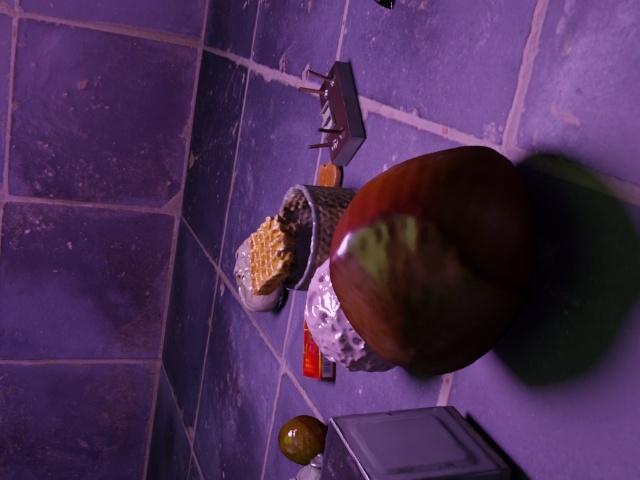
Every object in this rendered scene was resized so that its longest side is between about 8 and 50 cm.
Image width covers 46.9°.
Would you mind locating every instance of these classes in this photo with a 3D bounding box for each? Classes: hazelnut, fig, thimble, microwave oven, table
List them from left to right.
[{"bbox_3d":[-0.012,0.537,1.804,0.236,0.124,0.124,55,139,29],"label":"fig"},{"bbox_3d":[0.000,0.000,1.784,0.271,0.149,0.271,-176,90,-68],"label":"thimble"},{"bbox_3d":[0.020,-0.321,1.839,0.122,0.111,0.240,126,142,-52],"label":"table"},{"bbox_3d":[0.127,0.482,1.255,0.218,0.286,0.355,-133,47,-61],"label":"microwave oven"},{"bbox_3d":[0.181,0.021,1.178,0.365,0.365,0.366,-176,90,-67],"label":"hazelnut"}]

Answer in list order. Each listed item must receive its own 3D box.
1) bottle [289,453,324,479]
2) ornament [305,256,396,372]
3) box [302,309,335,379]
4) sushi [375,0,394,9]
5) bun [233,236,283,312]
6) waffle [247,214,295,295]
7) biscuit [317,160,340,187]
[{"bbox_3d":[0.035,0.599,1.511,0.229,0.229,0.352,-154,64,-65],"label":"bottle"},{"bbox_3d":[0.087,0.135,1.464,0.259,0.225,0.260,-175,90,-68],"label":"ornament"},{"bbox_3d":[-0.003,0.263,1.878,0.112,0.048,0.175,165,107,-66],"label":"box"},{"bbox_3d":[0.087,-0.638,1.735,0.273,0.109,0.134,-129,48,-58],"label":"sushi"},{"bbox_3d":[-0.188,0.092,2.218,0.239,0.141,0.239,-179,90,-69],"label":"bun"},{"bbox_3d":[-0.118,0.027,1.791,0.211,0.055,0.161,135,134,-58],"label":"waffle"},{"bbox_3d":[0.020,-0.152,1.923,0.140,0.023,0.118,118,148,-45],"label":"biscuit"}]
